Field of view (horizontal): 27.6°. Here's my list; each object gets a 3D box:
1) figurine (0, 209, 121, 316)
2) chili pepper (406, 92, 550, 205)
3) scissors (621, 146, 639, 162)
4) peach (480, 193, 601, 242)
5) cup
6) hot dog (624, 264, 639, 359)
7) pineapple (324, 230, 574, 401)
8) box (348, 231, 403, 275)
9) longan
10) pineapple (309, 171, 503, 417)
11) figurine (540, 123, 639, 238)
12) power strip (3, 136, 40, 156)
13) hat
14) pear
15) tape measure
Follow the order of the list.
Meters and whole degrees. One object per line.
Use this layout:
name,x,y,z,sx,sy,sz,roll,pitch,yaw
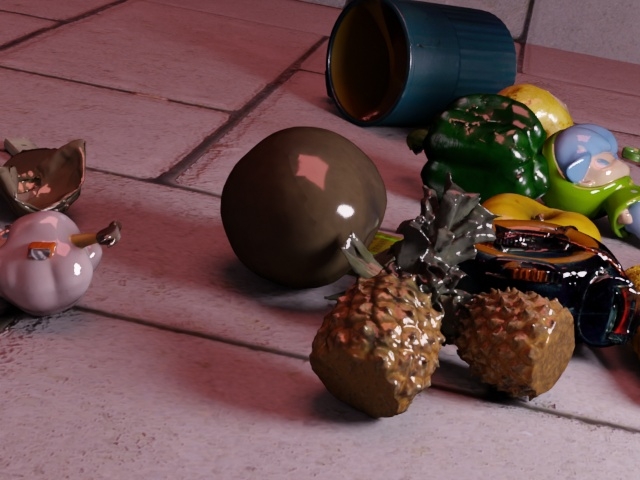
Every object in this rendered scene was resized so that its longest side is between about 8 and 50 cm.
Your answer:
figurine,-0.311,0.021,1.368,0.229,0.112,0.137,7,5,36
chili pepper,0.224,-0.129,1.999,0.261,0.174,0.165,11,40,35
scissors,0.633,-0.139,2.441,0.101,0.027,0.204,7,17,-4
peach,0.279,0.002,1.723,0.179,0.103,0.179,7,21,-3
cup,0.183,-0.316,2.486,0.292,0.308,0.242,-4,55,-37
hot dog,0.389,0.106,1.496,0.068,0.083,0.289,24,19,-10
pineapple,0.138,0.076,1.413,0.277,0.119,0.130,20,46,31
box,0.000,0.000,1.702,0.193,0.030,0.121,16,19,15
longan,-0.022,-0.039,1.551,0.196,0.197,0.220,12,31,5
pineapple,0.092,0.051,1.293,0.128,0.128,0.248,19,60,26
figurine,0.436,-0.078,2.009,0.162,0.143,0.263,-13,46,-45
power strip,-0.427,-0.130,1.883,0.040,0.016,0.090,-1,22,-32
hat,-0.378,-0.069,1.675,0.175,0.085,0.147,-4,16,45
pear,0.347,-0.185,2.216,0.178,0.178,0.178,9,18,-3
tape measure,0.248,0.046,1.525,0.222,0.135,0.202,4,18,-10
